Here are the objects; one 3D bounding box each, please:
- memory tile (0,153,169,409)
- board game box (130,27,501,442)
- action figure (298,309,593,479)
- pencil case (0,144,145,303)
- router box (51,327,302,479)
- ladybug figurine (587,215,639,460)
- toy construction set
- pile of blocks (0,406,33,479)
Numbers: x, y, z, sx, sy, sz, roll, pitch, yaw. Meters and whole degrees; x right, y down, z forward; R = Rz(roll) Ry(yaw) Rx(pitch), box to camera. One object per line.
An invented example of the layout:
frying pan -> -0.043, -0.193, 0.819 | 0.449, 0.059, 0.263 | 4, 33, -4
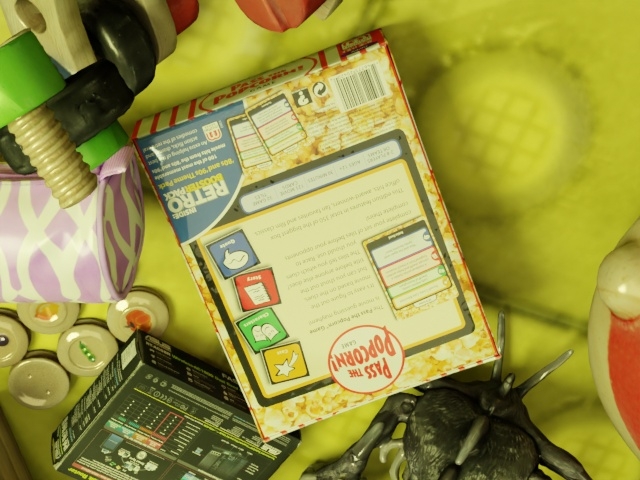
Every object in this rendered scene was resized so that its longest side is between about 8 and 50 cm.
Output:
memory tile -> -0.168, 0.025, 0.796 | 0.113, 0.012, 0.148 | -31, 117, 10
board game box -> 0.000, 0.000, 0.767 | 0.147, 0.045, 0.193 | -20, 108, 4
action figure -> 0.056, 0.179, 0.833 | 0.164, 0.141, 0.276 | 32, 71, 6
pencil case -> -0.194, -0.013, 0.715 | 0.206, 0.086, 0.088 | 1, 123, 4
router box -> -0.086, 0.119, 0.833 | 0.122, 0.038, 0.092 | 31, 110, -27
ladybug figurine -> 0.368, 0.092, 0.808 | 0.449, 0.162, 0.305 | 13, 115, -13
toy construction set -> -0.069, -0.202, 0.593 | 0.309, 0.257, 0.237 | -36, 105, -11
pile of blocks -> -0.185, 0.261, 0.841 | 0.112, 0.149, 0.362 | -23, 118, 5
